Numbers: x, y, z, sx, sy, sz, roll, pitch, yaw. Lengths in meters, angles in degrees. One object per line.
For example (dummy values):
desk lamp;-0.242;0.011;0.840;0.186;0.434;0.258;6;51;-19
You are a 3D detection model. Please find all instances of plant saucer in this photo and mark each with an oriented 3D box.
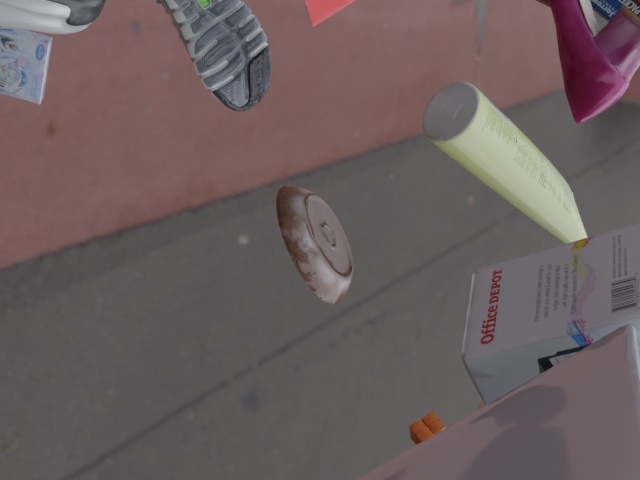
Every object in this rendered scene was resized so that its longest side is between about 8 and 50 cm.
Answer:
plant saucer;0.000;0.000;2.018;0.198;0.036;0.198;51;25;-35

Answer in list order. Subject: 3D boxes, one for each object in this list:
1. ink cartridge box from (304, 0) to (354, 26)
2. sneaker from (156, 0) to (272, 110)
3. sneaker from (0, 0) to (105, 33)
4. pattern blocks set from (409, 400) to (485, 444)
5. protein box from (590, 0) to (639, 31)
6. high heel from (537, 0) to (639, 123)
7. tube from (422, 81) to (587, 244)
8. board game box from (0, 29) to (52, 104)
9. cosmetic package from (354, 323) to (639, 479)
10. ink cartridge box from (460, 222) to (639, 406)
ink cartridge box;0.071;-0.475;1.852;0.296;0.066;0.261;-37;122;-25
sneaker;-0.137;-0.251;1.436;0.086;0.132;0.228;-34;120;-12
sneaker;-0.441;-0.232;1.311;0.169;0.448;0.257;-81;-171;-53
pattern blocks set;0.248;0.232;1.603;0.325;0.286;0.026;-77;161;-68
protein box;0.462;-0.373;1.862;0.200;0.136;0.201;-50;165;9
high heel;0.243;-0.222;1.397;0.117;0.244;0.082;-48;141;10
tube;0.184;-0.061;1.230;0.240;0.062;0.070;33;76;-42
board game box;-0.376;-0.217;1.621;0.020;0.090;0.090;-78;-174;-52
cosmetic package;0.182;0.342;0.829;0.393;0.329;0.327;49;23;-18
ink cartridge box;0.201;0.057;0.979;0.072;0.175;0.127;63;24;-25
